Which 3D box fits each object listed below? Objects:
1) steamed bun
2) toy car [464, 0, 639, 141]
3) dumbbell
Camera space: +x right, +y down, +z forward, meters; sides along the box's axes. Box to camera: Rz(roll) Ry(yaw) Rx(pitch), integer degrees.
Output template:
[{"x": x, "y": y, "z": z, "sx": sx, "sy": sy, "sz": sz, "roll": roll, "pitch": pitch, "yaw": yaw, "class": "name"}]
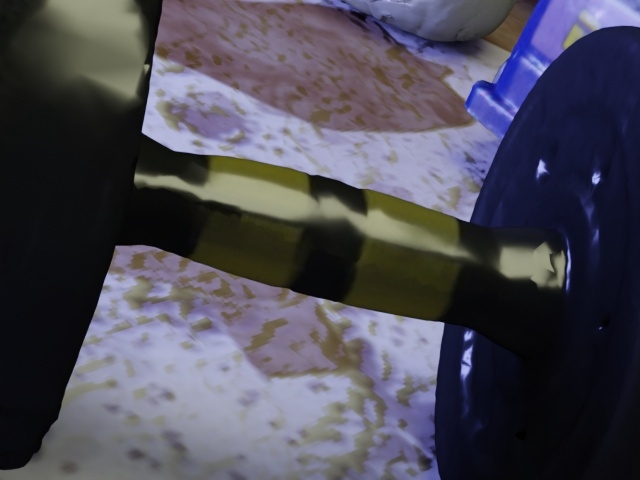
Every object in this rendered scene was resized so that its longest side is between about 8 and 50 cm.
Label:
[{"x": 0.054, "y": -0.172, "z": 0.912, "sx": 0.112, "sy": 0.091, "sz": 0.130, "roll": -7, "pitch": 39, "yaw": -40, "class": "steamed bun"}, {"x": 0.207, "y": -0.077, "z": 0.777, "sx": 0.235, "sy": 0.158, "sz": 0.172, "roll": -10, "pitch": 41, "yaw": -45, "class": "toy car"}, {"x": 0.000, "y": 0.000, "z": 0.467, "sx": 0.388, "sy": 0.185, "sz": 0.185, "roll": 14, "pitch": 28, "yaw": -13, "class": "dumbbell"}]
